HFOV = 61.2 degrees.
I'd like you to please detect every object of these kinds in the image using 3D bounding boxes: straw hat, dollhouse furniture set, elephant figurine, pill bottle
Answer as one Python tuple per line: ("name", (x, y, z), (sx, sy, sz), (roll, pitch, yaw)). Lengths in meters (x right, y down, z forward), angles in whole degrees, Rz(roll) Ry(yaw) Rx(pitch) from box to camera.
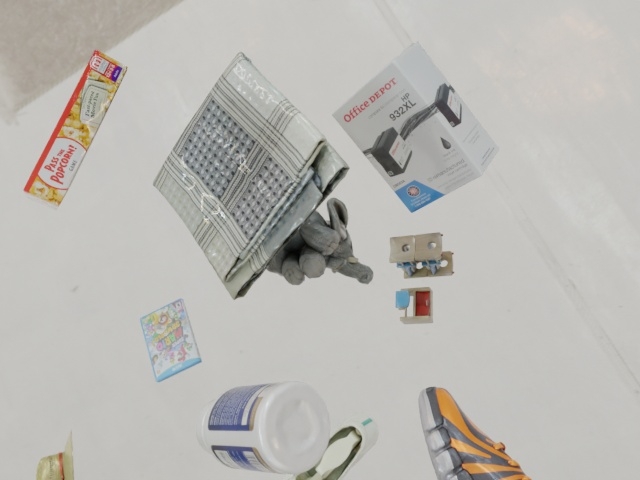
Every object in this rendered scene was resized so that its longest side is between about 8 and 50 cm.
("straw hat", (-0.470, 0.414, 0.959), (0.061, 0.144, 0.144), (-3, 78, -25))
("dollhouse furniture set", (0.246, 0.094, 1.306), (0.129, 0.129, 0.183), (-7, 64, 25))
("elephant figurine", (0.000, 0.000, 1.089), (0.169, 0.239, 0.185), (16, 104, 29))
("pill bottle", (-0.053, 0.152, 0.442), (0.120, 0.067, 0.067), (-22, 74, 48))

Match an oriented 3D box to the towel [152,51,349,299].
("towel", (-0.141, -0.113, 0.921), (0.312, 0.056, 0.324), (-49, 63, 18))

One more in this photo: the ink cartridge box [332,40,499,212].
("ink cartridge box", (0.211, -0.248, 1.230), (0.307, 0.223, 0.129), (50, 50, -9))

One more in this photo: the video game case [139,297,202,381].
("video game case", (-0.359, 0.237, 1.292), (0.119, 0.015, 0.166), (-26, 67, 6))

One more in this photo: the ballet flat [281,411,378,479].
("ballet flat", (-0.008, 0.607, 1.405), (0.139, 0.139, 0.400), (42, 92, 15))

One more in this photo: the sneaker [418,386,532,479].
("sneaker", (0.238, 0.293, 0.613), (0.180, 0.124, 0.321), (-22, 50, 1))

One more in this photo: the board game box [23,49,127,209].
("board game box", (-0.323, -0.137, 0.712), (0.045, 0.147, 0.193), (26, 79, -25))
